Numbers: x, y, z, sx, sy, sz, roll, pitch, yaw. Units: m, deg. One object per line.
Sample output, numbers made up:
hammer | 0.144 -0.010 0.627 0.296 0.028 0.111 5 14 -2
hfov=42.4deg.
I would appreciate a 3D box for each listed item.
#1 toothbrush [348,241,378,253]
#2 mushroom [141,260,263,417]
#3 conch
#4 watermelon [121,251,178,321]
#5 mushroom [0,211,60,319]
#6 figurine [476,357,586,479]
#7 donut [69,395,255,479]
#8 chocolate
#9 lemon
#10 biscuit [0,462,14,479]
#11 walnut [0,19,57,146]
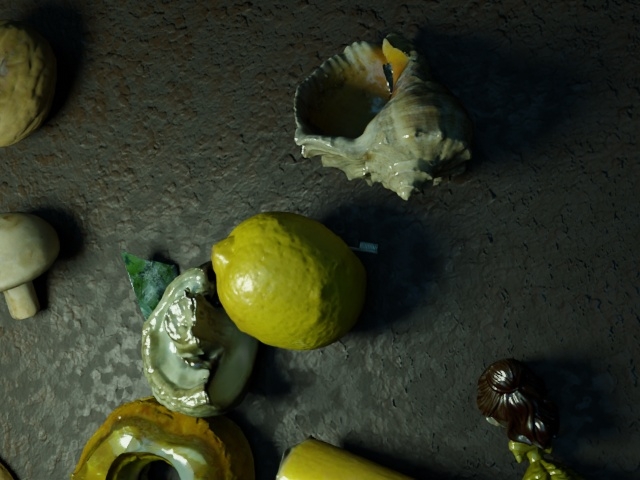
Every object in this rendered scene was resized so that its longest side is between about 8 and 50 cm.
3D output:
toothbrush | 0.000 0.000 1.515 0.219 0.016 0.019 8 85 18
mushroom | -0.218 0.180 1.480 0.164 0.189 0.267 -13 80 31
conch | 0.105 -0.194 1.417 0.297 0.210 0.352 -2 39 2
watermelon | -0.321 0.099 1.589 0.101 0.080 0.155 -9 77 -20
mushroom | -0.604 0.057 1.619 0.207 0.207 0.215 -6 114 16
figurine | 0.347 0.342 1.322 0.187 0.168 0.315 -29 67 23
donut | -0.290 0.428 1.482 0.330 0.160 0.330 -3 79 16
chocolate | 0.129 0.453 1.295 0.445 0.162 0.162 12 88 35
lemon | -0.052 0.068 1.403 0.288 0.233 0.233 25 92 -15
biscuit | -0.702 0.585 1.642 0.287 0.057 0.343 -41 75 8
walnut | -0.634 -0.315 1.641 0.225 0.225 0.261 17 84 18
